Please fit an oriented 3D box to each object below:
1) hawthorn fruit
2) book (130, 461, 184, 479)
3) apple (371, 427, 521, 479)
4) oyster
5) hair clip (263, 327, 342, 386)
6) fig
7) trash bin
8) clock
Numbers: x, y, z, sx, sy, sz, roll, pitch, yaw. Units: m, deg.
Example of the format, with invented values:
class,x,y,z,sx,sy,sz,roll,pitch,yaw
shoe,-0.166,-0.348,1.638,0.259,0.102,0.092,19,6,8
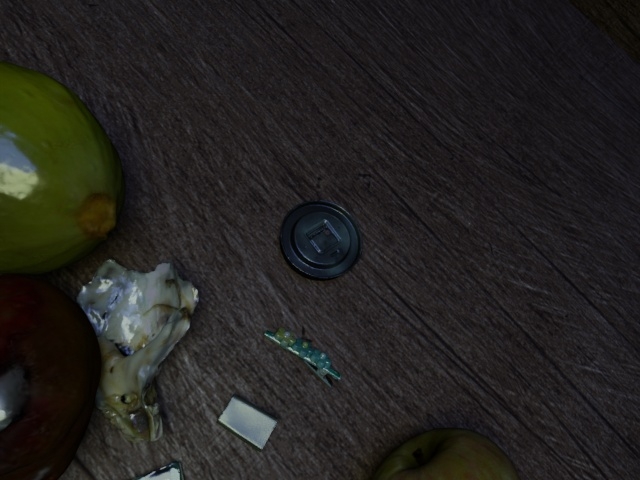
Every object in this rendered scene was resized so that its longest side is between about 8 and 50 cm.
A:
class,x,y,z,sx,sy,sz,roll,pitch,yaw
hawthorn fruit,-0.445,0.195,0.549,0.308,0.308,0.325,28,26,-3
book,-0.292,0.562,0.587,0.264,0.031,0.379,-13,73,-22
apple,0.207,0.445,0.656,0.256,0.257,0.234,-19,77,-22
oyster,-0.310,0.164,0.703,0.275,0.100,0.271,22,78,25
hair clip,-0.031,0.218,0.802,0.173,0.049,0.049,36,63,2
fig,-0.469,-0.101,0.635,0.343,0.343,0.343,6,67,-14
trash bin,-0.130,0.321,0.729,0.092,0.043,0.061,31,64,2
clock,0.000,0.000,0.896,0.184,0.040,0.185,6,66,-13
